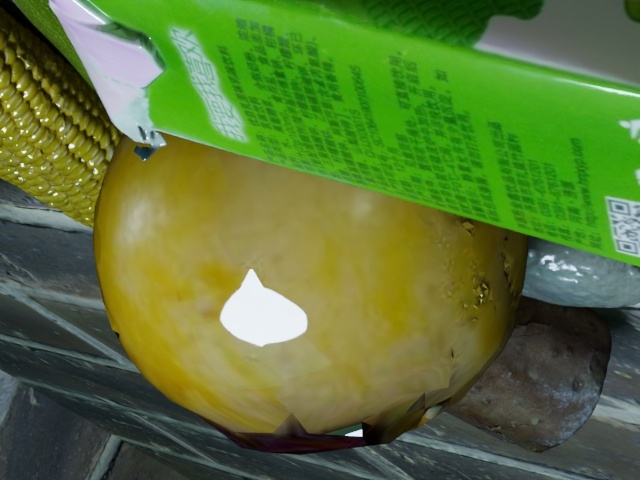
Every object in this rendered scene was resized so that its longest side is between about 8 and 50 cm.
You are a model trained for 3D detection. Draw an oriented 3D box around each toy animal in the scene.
[{"bbox_3d":[0.176,0.007,0.960,0.253,0.070,0.079,8,174,38],"label":"toy animal"}]

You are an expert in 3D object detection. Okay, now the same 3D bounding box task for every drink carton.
[{"bbox_3d":[0.050,-0.095,0.599,0.271,0.161,0.108,17,151,28],"label":"drink carton"}]

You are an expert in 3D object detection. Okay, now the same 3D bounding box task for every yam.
[{"bbox_3d":[0.055,0.037,1.131,0.280,0.131,0.131,30,164,-19],"label":"yam"}]

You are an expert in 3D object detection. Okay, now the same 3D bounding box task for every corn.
[{"bbox_3d":[-0.197,-0.082,1.169,0.106,0.106,0.293,9,160,44],"label":"corn"}]

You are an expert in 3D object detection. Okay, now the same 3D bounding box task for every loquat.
[{"bbox_3d":[0.000,0.000,0.896,0.235,0.235,0.235,23,164,7],"label":"loquat"}]

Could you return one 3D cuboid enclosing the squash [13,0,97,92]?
[{"bbox_3d":[-0.115,-0.121,0.944,0.080,0.071,0.318,28,162,43],"label":"squash"}]
